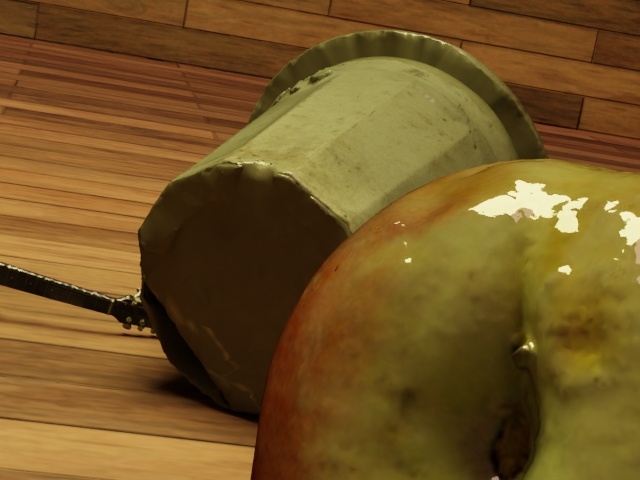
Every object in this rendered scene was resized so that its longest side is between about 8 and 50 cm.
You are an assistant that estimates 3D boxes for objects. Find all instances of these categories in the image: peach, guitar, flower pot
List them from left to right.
[{"bbox_3d":[-0.196,0.014,0.819,0.233,0.088,0.025,17,11,-14],"label":"guitar"},{"bbox_3d":[0.000,0.000,0.794,0.212,0.212,0.202,16,25,24],"label":"flower pot"},{"bbox_3d":[0.100,0.082,0.461,0.214,0.214,0.235,21,0,40],"label":"peach"}]
